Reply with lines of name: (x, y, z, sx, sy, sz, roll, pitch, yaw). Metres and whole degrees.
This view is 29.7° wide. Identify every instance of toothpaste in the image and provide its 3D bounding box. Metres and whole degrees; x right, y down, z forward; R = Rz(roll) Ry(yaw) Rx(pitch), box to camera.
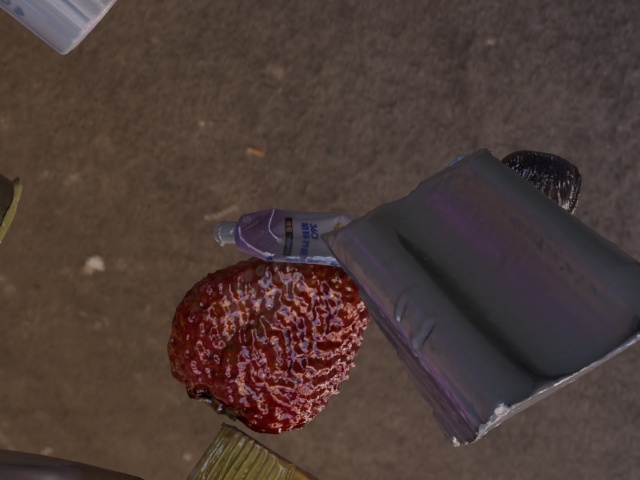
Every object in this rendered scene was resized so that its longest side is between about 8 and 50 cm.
toothpaste: (0.000, 0.000, 1.569, 0.301, 0.048, 0.075, 4, 106, 22)

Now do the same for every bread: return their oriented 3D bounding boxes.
bread: (-0.079, 0.430, 1.961, 0.288, 0.156, 0.204, 38, 170, -37)

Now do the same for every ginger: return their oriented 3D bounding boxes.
ginger: (-0.582, -0.041, 2.053, 0.123, 0.193, 0.115, 25, 135, -23)

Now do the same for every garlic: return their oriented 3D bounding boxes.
garlic: (-0.312, 0.254, 1.146, 0.318, 0.112, 0.143, 4, 161, -3)

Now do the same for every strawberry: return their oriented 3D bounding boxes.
strawberry: (-0.063, 0.139, 1.887, 0.312, 0.267, 0.351, 19, 132, -38)

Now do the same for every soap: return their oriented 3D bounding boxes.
soap: (0.157, 0.096, 0.874, 0.159, 0.302, 0.257, -31, 123, -3)

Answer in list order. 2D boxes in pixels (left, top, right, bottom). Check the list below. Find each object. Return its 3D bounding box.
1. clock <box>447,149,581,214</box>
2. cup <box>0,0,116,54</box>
clock: (0.240, -0.024, 1.577, 0.194, 0.195, 0.100, 9, -175, -8)
cup: (-0.355, -0.356, 1.535, 0.202, 0.167, 0.221, 41, 176, -17)
